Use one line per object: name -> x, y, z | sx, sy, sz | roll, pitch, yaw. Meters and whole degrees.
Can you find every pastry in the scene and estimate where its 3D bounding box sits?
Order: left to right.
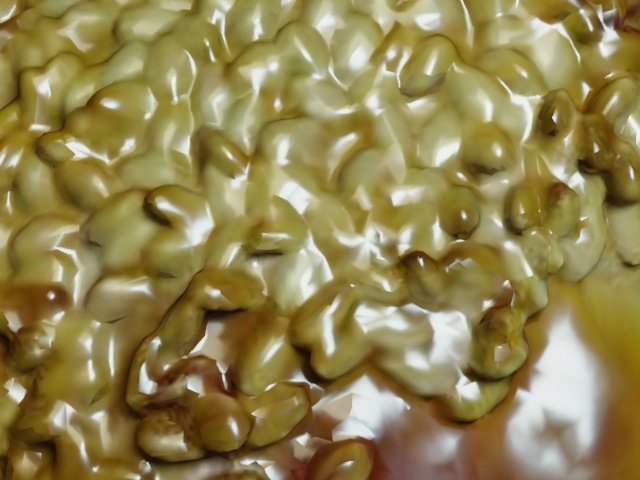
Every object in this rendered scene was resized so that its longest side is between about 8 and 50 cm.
pastry -> 0.000, 0.000, 0.574 | 0.409, 0.245, 0.410 | -1, 62, 1
